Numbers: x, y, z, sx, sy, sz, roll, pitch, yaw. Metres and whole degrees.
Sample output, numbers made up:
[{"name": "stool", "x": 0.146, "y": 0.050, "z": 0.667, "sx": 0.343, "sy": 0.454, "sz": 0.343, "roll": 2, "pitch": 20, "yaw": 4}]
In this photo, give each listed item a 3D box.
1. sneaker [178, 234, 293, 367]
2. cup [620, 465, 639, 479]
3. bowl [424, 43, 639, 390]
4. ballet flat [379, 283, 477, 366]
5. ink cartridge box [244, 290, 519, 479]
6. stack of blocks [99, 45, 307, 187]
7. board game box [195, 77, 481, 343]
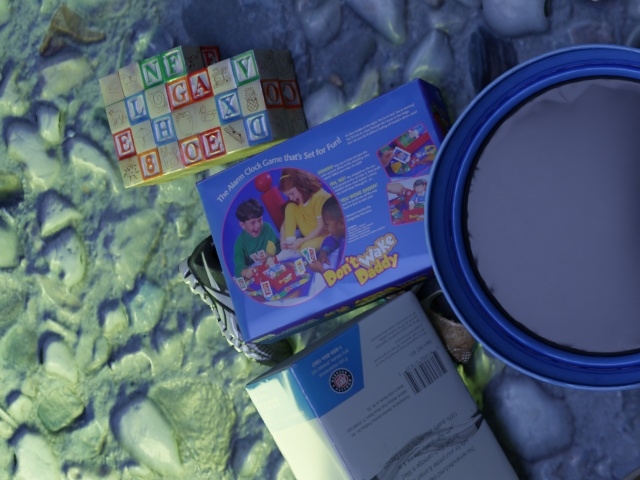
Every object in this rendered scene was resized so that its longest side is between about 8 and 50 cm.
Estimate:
[{"name": "sneaker", "x": -0.112, "y": 0.080, "z": 1.867, "sx": 0.234, "sy": 0.078, "sz": 0.106, "roll": 49, "pitch": 124, "yaw": 23}, {"name": "cup", "x": 0.425, "y": 0.433, "z": 1.414, "sx": 0.331, "sy": 0.331, "sz": 0.237, "roll": 41, "pitch": 144, "yaw": 24}, {"name": "bowl", "x": 0.316, "y": -0.026, "z": 1.474, "sx": 0.391, "sy": 0.077, "sz": 0.391, "roll": 1, "pitch": 93, "yaw": 18}, {"name": "ballet flat", "x": 0.130, "y": 0.084, "z": 1.709, "sx": 0.206, "sy": 0.073, "sz": 0.067, "roll": 39, "pitch": 90, "yaw": 22}, {"name": "ink cartridge box", "x": 0.085, "y": 0.254, "z": 1.619, "sx": 0.129, "sy": 0.223, "sz": 0.307, "roll": -30, "pitch": 90, "yaw": 53}, {"name": "stack of blocks", "x": -0.172, "y": -0.193, "z": 1.863, "sx": 0.297, "sy": 0.087, "sz": 0.171, "roll": -14, "pitch": 89, "yaw": 37}, {"name": "board game box", "x": 0.027, "y": -0.032, "z": 1.683, "sx": 0.347, "sy": 0.078, "sz": 0.233, "roll": -23, "pitch": 76, "yaw": 22}]
